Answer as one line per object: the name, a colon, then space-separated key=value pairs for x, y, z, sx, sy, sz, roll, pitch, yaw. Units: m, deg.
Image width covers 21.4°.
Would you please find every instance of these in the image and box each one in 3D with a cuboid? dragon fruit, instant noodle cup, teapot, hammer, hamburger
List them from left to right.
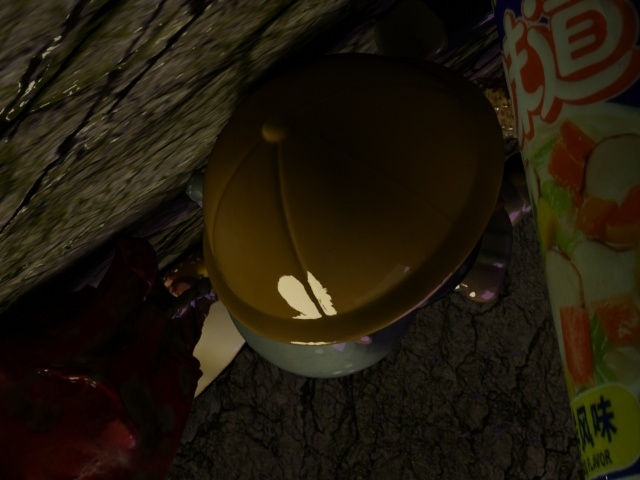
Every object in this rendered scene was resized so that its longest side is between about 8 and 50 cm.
dragon fruit: x=-0.174 y=0.084 z=1.197 sx=0.211 sy=0.134 sz=0.262 roll=-50 pitch=-153 yaw=-4
hamburger: x=-0.112 y=0.067 z=1.610 sx=0.173 sy=0.116 sz=0.210 roll=-42 pitch=178 yaw=-36
teapot: x=0.000 y=0.000 z=1.209 sx=0.294 sy=0.129 sz=0.193 roll=31 pitch=76 yaw=-61
hammer: x=0.125 y=-0.168 z=1.086 sx=0.226 sy=0.041 sz=0.159 roll=-33 pitch=175 yaw=-31
instant noodle cup: x=0.211 y=-0.022 z=0.814 sx=0.284 sy=0.312 sz=0.284 roll=-2 pitch=165 yaw=-1

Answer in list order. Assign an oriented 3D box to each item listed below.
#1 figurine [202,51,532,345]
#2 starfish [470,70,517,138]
figurine: x=0.033 y=-0.025 z=1.014 sx=0.192 sy=0.167 sz=0.257 roll=-35 pitch=167 yaw=17
starfish: x=0.153 y=-0.109 z=1.593 sx=0.294 sy=0.084 sz=0.301 roll=-17 pitch=178 yaw=35
